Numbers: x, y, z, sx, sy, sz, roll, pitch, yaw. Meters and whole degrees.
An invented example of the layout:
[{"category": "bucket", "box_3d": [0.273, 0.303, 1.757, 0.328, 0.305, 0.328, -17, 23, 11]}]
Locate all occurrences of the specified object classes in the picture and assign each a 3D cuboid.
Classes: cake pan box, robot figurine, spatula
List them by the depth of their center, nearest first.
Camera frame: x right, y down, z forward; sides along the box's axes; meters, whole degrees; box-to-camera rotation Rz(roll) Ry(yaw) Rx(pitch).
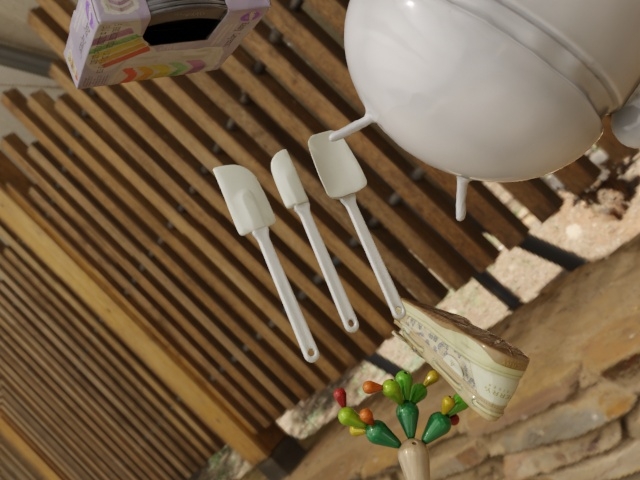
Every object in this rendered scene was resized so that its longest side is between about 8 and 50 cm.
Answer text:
[{"category": "robot figurine", "box_3d": [0.149, -0.189, 0.431, 0.353, 0.300, 0.200, -58, 8, 11]}, {"category": "spatula", "box_3d": [0.000, 0.000, 0.717, 0.168, 0.242, 0.019, -20, -9, -25]}, {"category": "cake pan box", "box_3d": [-0.228, -0.307, 0.914, 0.245, 0.070, 0.267, -19, 2, -29]}]

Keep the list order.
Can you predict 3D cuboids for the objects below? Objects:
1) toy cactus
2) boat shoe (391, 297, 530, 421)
[{"category": "toy cactus", "box_3d": [0.134, 0.300, 1.002, 0.219, 0.181, 0.112, 0, -23, -17]}, {"category": "boat shoe", "box_3d": [0.166, 0.147, 0.860, 0.285, 0.104, 0.089, -150, 77, -72]}]
